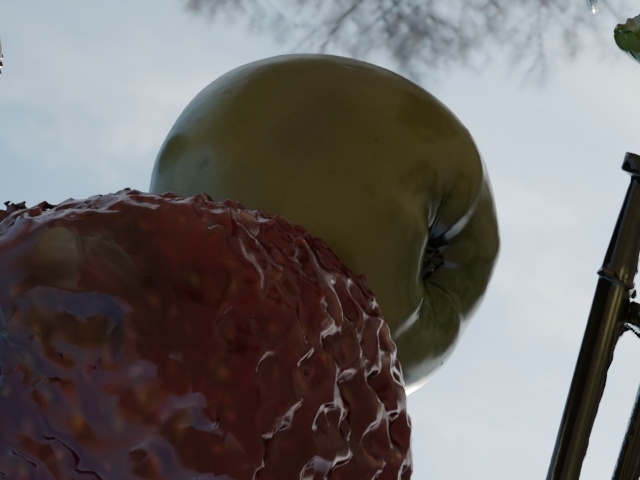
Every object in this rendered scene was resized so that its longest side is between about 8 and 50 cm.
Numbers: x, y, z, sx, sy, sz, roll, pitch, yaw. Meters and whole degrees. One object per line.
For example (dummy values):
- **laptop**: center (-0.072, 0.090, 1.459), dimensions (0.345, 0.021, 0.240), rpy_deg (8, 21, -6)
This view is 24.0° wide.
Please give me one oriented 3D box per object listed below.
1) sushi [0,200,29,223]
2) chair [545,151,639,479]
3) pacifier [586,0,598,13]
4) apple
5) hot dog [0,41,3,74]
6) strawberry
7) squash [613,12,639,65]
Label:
- **sushi**: center (-0.190, 0.066, 1.122), dimensions (0.103, 0.097, 0.226), rpy_deg (-11, -112, -30)
- **chair**: center (0.312, 0.227, 1.097), dimensions (0.362, 0.410, 0.364), rpy_deg (28, -179, 21)
- **pacifier**: center (0.194, -0.237, 1.039), dimensions (0.127, 0.116, 0.150), rpy_deg (41, -141, -69)
- **apple**: center (0.000, 0.000, 1.085), dimensions (0.262, 0.262, 0.262), rpy_deg (31, -141, -29)
- **hot dog**: center (-0.381, -0.222, 1.294), dimensions (0.268, 0.075, 0.144), rpy_deg (39, -137, -30)
- **strawberry**: center (-0.093, 0.110, 0.839), dimensions (0.292, 0.292, 0.310), rpy_deg (54, -171, 3)
- **squash**: center (0.265, -0.118, 0.871), dimensions (0.239, 0.069, 0.069), rpy_deg (0, -122, -31)
